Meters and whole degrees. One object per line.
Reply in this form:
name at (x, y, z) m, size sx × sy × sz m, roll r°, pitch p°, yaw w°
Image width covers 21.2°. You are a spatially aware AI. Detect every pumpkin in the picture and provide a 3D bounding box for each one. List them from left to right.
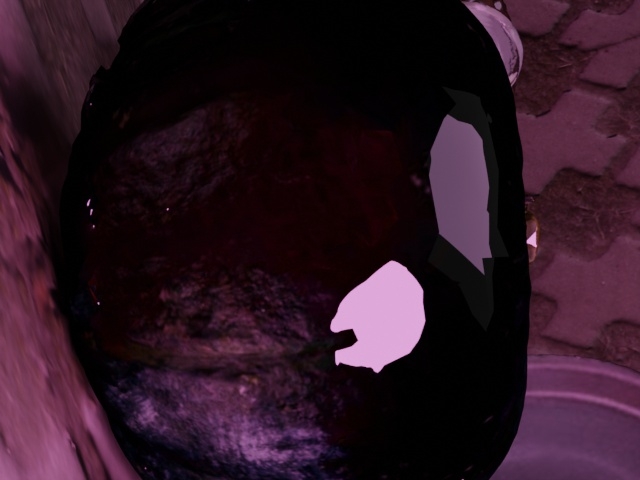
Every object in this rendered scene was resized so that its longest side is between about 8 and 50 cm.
pumpkin at (0.000, 0.000, 0.640) m, size 0.233 × 0.163 × 0.233 m, roll -2°, pitch 90°, yaw -80°

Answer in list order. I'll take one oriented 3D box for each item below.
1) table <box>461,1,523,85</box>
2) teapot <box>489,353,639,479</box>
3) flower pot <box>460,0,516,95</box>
table at (-0.001, -0.043, 0.868) m, size 0.198 × 0.167 × 0.166 m, roll -62°, pitch 142°, yaw -46°
teapot at (0.131, 0.271, 0.867) m, size 0.315 × 0.233 × 0.312 m, roll -98°, pitch 174°, yaw -46°
flower pot at (0.029, -0.095, 1.375) m, size 0.267 × 0.267 × 0.266 m, roll -85°, pitch 161°, yaw -53°
